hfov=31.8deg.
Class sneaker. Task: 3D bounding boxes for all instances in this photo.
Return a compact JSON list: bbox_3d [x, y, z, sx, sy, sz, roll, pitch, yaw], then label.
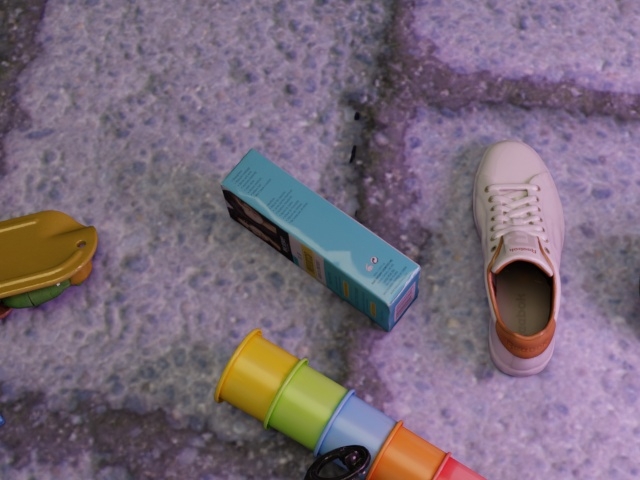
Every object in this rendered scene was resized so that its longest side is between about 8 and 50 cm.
[{"bbox_3d":[0.233,-0.001,1.274,0.106,0.123,0.290,-3,66,3],"label":"sneaker"}]

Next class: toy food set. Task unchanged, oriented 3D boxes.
[{"bbox_3d":[-0.362,0.040,1.318,0.218,0.071,0.128,-13,44,-5],"label":"toy food set"}]

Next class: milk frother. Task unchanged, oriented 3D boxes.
[{"bbox_3d":[0.011,0.300,1.148,0.143,0.134,0.129,-26,38,-4],"label":"milk frother"}]

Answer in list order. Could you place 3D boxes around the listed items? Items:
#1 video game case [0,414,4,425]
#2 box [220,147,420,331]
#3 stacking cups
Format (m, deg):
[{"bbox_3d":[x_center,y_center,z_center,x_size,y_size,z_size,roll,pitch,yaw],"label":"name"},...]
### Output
[{"bbox_3d":[-0.460,0.208,1.274,0.166,0.015,0.119,-35,70,-12],"label":"video game case"},{"bbox_3d":[0.000,0.000,1.294,0.244,0.100,0.060,35,74,16],"label":"box"},{"bbox_3d":[0.044,0.206,1.213,0.316,0.096,0.096,27,71,11],"label":"stacking cups"}]
